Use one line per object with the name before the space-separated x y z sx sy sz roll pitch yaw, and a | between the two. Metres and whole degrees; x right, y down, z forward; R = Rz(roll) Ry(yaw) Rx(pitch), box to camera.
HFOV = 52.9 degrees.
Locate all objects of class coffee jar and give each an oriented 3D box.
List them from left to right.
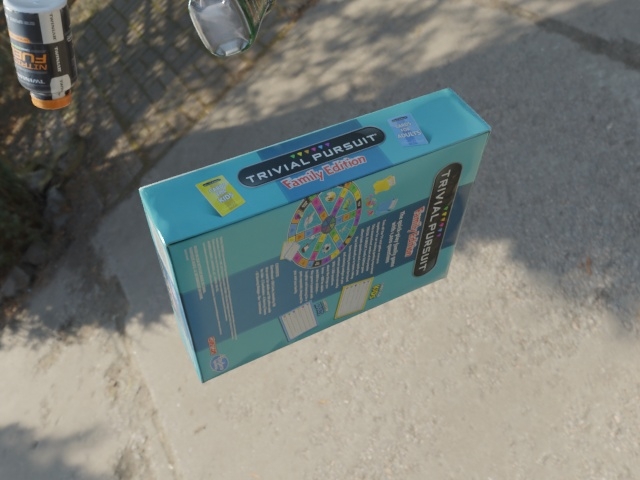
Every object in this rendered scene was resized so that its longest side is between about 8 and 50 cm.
coffee jar | -0.116 -0.341 0.908 0.079 0.096 0.184 -11 37 20

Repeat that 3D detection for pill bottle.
pill bottle | -0.619 -0.421 1.442 0.131 0.245 0.130 5 41 -4

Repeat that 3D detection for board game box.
board game box | 0.000 0.000 0.697 0.336 0.253 0.079 -21 55 -18
